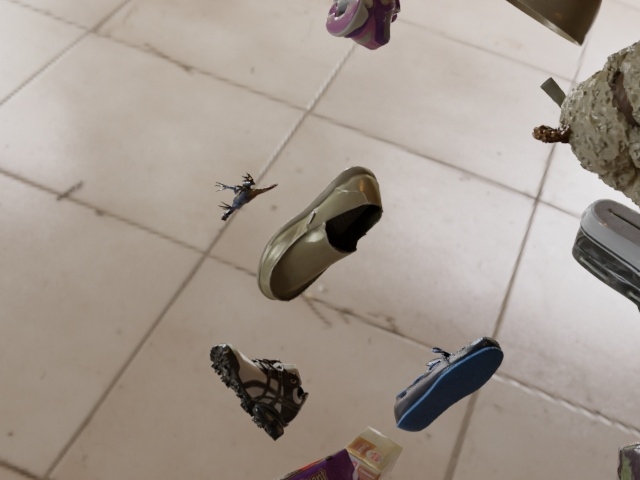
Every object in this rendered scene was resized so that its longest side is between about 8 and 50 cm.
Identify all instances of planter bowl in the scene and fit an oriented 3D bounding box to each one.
[{"bbox_3d":[0.305,-0.342,1.302,0.162,0.109,0.162,32,13,-8],"label":"planter bowl"}]

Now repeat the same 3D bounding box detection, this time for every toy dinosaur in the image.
[{"bbox_3d":[-0.111,-0.052,1.385,0.090,0.082,0.047,17,55,3],"label":"toy dinosaur"}]

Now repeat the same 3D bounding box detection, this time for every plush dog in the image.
[{"bbox_3d":[0.412,-0.180,1.265,0.210,0.225,0.263,5,63,-24],"label":"plush dog"}]

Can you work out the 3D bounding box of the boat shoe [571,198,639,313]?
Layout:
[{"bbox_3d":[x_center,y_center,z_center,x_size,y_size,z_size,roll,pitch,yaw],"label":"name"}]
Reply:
[{"bbox_3d":[0.533,0.067,1.520,0.121,0.119,0.335,-26,55,-34],"label":"boat shoe"}]

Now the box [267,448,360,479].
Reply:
[{"bbox_3d":[-0.121,0.294,0.949,0.201,0.293,0.057,-16,78,-51],"label":"box"}]

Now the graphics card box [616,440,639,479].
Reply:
[{"bbox_3d":[0.368,0.317,0.859,0.094,0.232,0.371,47,41,-23],"label":"graphics card box"}]

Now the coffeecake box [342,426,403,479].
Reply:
[{"bbox_3d":[0.040,0.387,1.488,0.068,0.186,0.142,29,11,15],"label":"coffeecake box"}]

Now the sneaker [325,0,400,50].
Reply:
[{"bbox_3d":[0.080,-0.390,1.554,0.104,0.095,0.237,31,56,-31],"label":"sneaker"}]

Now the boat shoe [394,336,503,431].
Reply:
[{"bbox_3d":[0.218,0.246,1.822,0.109,0.258,0.089,33,29,-34],"label":"boat shoe"}]

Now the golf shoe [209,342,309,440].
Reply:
[{"bbox_3d":[-0.081,0.184,1.357,0.094,0.198,0.077,-41,48,-12],"label":"golf shoe"}]

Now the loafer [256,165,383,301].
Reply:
[{"bbox_3d":[0.000,0.000,1.593,0.102,0.268,0.092,30,15,-37],"label":"loafer"}]
